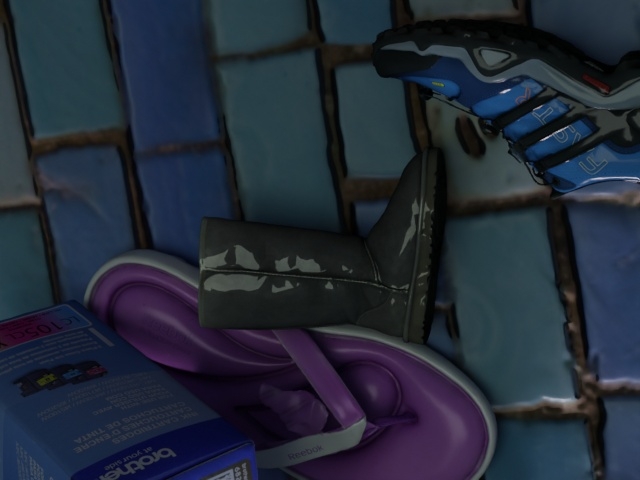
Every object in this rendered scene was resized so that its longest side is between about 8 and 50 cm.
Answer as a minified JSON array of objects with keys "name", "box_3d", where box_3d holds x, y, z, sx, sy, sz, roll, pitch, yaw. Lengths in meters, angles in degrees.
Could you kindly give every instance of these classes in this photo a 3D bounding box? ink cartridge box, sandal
[{"name":"ink cartridge box","box_3d":[-0.172,0.249,1.311,0.395,0.151,0.270,28,130,49]},{"name":"sandal","box_3d":[-0.047,0.140,1.387,0.416,0.102,0.169,20,109,17]}]

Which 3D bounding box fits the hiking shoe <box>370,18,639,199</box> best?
[{"name":"hiking shoe","box_3d":[0.177,-0.099,1.232,0.304,0.113,0.132,15,107,19]}]

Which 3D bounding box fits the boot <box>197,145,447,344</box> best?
[{"name":"boot","box_3d":[0.000,-0.001,1.330,0.209,0.076,0.189,10,97,14]}]
